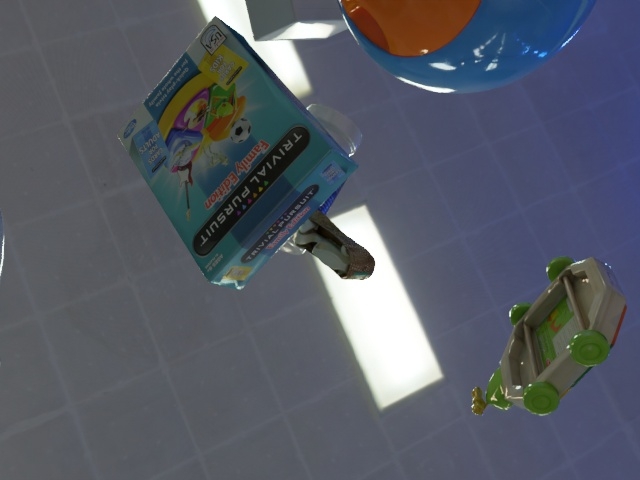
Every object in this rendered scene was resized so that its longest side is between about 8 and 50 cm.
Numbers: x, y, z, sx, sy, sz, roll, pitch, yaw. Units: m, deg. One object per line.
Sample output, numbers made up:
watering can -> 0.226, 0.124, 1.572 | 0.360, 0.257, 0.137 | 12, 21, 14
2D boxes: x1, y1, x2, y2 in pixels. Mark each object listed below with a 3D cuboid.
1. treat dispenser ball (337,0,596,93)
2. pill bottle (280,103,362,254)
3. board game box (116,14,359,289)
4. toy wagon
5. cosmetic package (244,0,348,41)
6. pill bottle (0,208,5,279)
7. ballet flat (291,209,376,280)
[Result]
treat dispenser ball -> 0.154, -0.304, 0.668 | 0.288, 0.288, 0.288 | 3, -105, -12
pill bottle -> -0.036, -0.118, 1.207 | 0.153, 0.153, 0.265 | 31, -102, -4
board game box -> -0.139, -0.137, 0.940 | 0.254, 0.079, 0.336 | -46, -121, 14
toy wagon -> 0.385, 0.186, 1.097 | 0.068, 0.344, 0.267 | 29, -152, -3
cosmetic package -> -0.042, -0.540, 1.295 | 0.224, 0.138, 0.225 | -22, -78, -45
pill bottle -> -0.318, 0.013, 0.254 | 0.224, 0.392, 0.224 | 0, -86, -4
ballet flat -> 0.000, 0.000, 1.035 | 0.206, 0.073, 0.067 | 32, -152, 33
